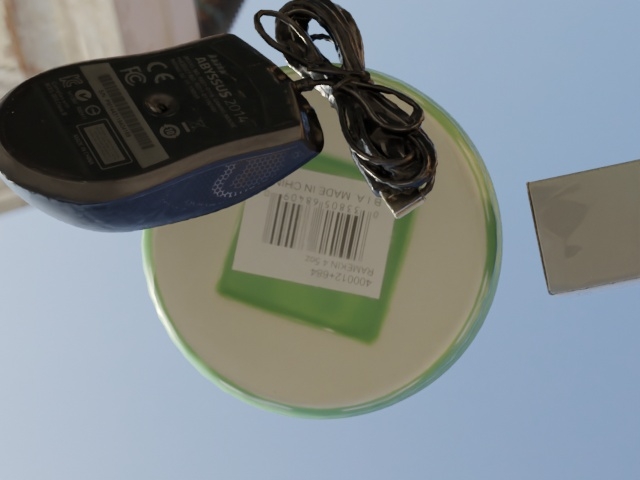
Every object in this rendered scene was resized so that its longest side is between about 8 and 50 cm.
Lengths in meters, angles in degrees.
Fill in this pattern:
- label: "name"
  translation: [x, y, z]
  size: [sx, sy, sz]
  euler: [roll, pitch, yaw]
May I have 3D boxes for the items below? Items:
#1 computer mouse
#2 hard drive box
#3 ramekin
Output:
- label: "computer mouse"
  translation: [-0.077, -0.061, 0.924]
  size: [0.272, 0.072, 0.188]
  euler: [-13, -128, -22]
- label: "hard drive box"
  translation: [0.289, -0.019, 1.108]
  size: [0.232, 0.181, 0.089]
  euler: [-12, -96, 14]
- label: "ramekin"
  translation: [0.000, 0.000, 1.160]
  size: [0.303, 0.148, 0.303]
  euler: [0, -91, 2]
